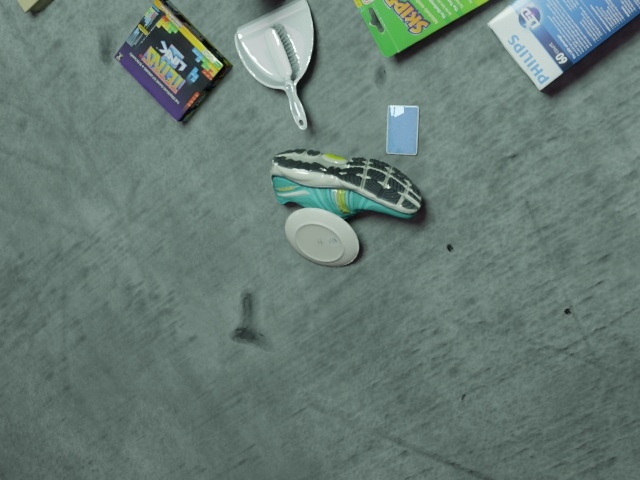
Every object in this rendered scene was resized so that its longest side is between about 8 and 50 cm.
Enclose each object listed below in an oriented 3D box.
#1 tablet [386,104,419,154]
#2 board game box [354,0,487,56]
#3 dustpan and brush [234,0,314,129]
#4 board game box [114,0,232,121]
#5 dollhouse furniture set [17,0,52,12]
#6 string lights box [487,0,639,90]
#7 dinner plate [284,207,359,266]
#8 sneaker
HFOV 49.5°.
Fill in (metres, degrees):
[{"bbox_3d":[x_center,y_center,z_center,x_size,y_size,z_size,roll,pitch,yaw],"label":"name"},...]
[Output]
[{"bbox_3d":[0.141,-0.189,1.191,0.054,0.006,0.083,5,104,16],"label":"tablet"},{"bbox_3d":[0.185,-0.402,1.078,0.259,0.039,0.124,-28,110,11],"label":"board game box"},{"bbox_3d":[-0.059,-0.293,1.194,0.147,0.060,0.211,-19,98,20],"label":"dustpan and brush"},{"bbox_3d":[-0.267,-0.324,1.255,0.170,0.048,0.141,45,110,2],"label":"board game box"},{"bbox_3d":[-0.538,-0.536,1.251,0.160,0.101,0.182,-32,93,21],"label":"dollhouse furniture set"},{"bbox_3d":[0.395,-0.358,1.035,0.259,0.077,0.133,-38,91,21],"label":"string lights box"},{"bbox_3d":[0.000,0.000,1.240,0.141,0.017,0.141,13,137,12],"label":"dinner plate"},{"bbox_3d":[0.043,-0.085,1.214,0.275,0.107,0.110,15,127,17],"label":"sneaker"}]
